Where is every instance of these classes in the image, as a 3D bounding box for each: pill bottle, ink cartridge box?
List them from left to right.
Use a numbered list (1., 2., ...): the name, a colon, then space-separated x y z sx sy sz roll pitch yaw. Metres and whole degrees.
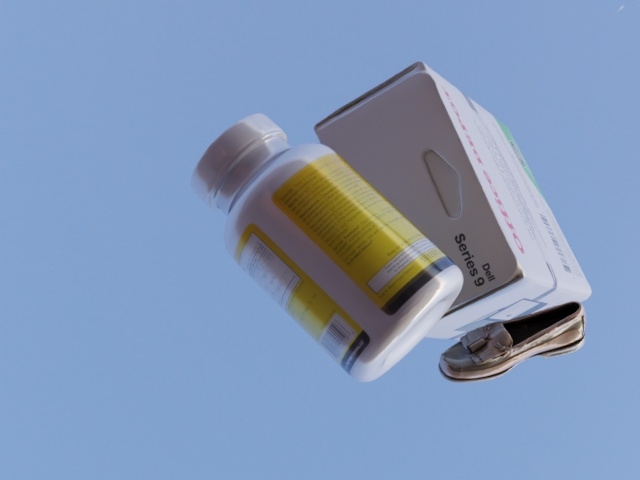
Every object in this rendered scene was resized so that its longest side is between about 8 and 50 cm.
1. pill bottle: 0.000 0.000 0.748 0.184 0.103 0.103 44 -84 14
2. ink cartridge box: 0.133 -0.023 1.035 0.121 0.289 0.211 -29 -107 19

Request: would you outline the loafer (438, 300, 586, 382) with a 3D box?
1. loafer: 0.151 0.076 0.866 0.125 0.045 0.039 -14 -50 -13
